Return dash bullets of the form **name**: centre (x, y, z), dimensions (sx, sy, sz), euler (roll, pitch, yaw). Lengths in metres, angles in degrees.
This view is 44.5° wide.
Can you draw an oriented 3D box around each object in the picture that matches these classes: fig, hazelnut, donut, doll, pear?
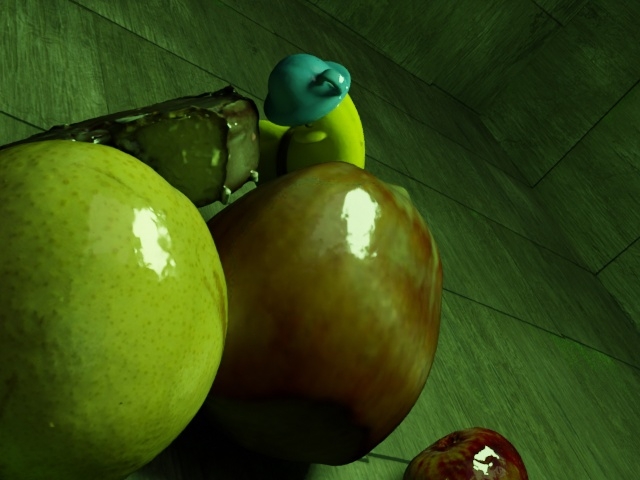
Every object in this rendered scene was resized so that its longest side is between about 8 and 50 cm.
- **fig**: centre (0.216, 0.370, 1.077), dimensions (0.207, 0.175, 0.175), euler (61, 26, 4)
- **hazelnut**: centre (-0.017, 0.085, 0.940), dimensions (0.366, 0.366, 0.365), euler (34, 26, -19)
- **donut**: centre (-0.236, -0.105, 1.012), dimensions (0.259, 0.345, 0.136), euler (-75, 153, -73)
- **doll**: centre (-0.007, -0.120, 1.060), dimensions (0.200, 0.363, 0.145), euler (25, 66, 3)
- **pear**: centre (-0.228, 0.069, 0.686), dimensions (0.314, 0.314, 0.314), euler (34, 26, -19)
